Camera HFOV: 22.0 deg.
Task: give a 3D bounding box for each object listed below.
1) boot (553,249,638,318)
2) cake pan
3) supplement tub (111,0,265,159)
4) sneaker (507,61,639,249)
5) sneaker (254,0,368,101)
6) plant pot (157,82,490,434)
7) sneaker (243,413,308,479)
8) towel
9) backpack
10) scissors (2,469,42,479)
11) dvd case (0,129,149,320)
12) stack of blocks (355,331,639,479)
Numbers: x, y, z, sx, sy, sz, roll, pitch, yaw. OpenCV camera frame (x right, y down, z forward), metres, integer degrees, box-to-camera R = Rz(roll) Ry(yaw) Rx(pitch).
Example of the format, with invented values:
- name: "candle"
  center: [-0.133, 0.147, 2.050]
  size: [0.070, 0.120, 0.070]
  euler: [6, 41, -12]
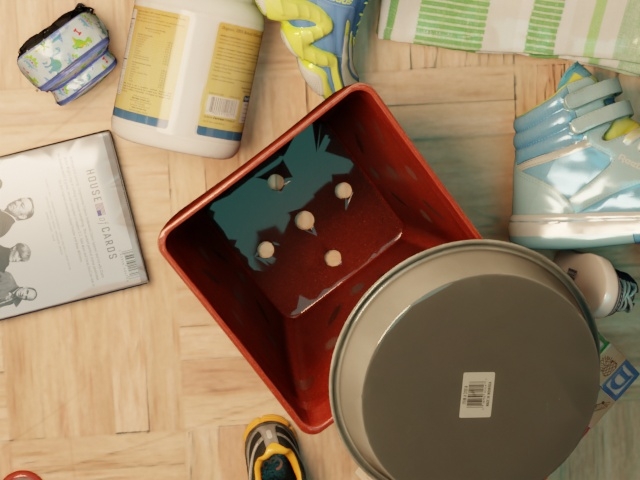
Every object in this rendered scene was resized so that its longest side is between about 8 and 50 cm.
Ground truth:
- name: "boot"
  center: [0.322, 0.053, 1.832]
  size: [0.086, 0.190, 0.069]
  euler: [18, 100, -10]
- name: "cake pan"
  center: [0.156, 0.145, 1.676]
  size: [0.293, 0.054, 0.293]
  euler: [-4, 108, -12]
- name: "supplement tub"
  center: [-0.140, -0.197, 1.779]
  size: [0.144, 0.144, 0.200]
  euler: [12, 96, -7]
- name: "sneaker"
  center: [0.356, -0.101, 1.813]
  size: [0.319, 0.127, 0.208]
  euler: [-5, 89, 14]
- name: "sneaker"
  center: [0.020, -0.236, 1.758]
  size: [0.126, 0.240, 0.091]
  euler: [-27, 55, 10]
- name: "plant pot"
  center: [0.000, 0.000, 1.765]
  size: [0.267, 0.236, 0.267]
  euler: [-37, 104, 0]
- name: "sneaker"
  center: [-0.042, 0.310, 1.883]
  size: [0.084, 0.083, 0.215]
  euler: [-18, 100, -5]
- name: "towel"
  center: [0.237, -0.309, 1.806]
  size: [0.324, 0.038, 0.248]
  euler: [7, 119, -4]
- name: "backpack"
  center: [-0.271, -0.199, 1.782]
  size: [0.105, 0.114, 0.084]
  euler: [-38, 99, -1]
- name: "scissors"
  center: [-0.313, 0.398, 1.901]
  size: [0.109, 0.021, 0.297]
  euler: [-29, 100, -3]
- name: "dvd case"
  center: [-0.329, -0.010, 1.843]
  size: [0.238, 0.029, 0.179]
  euler: [-14, 98, -4]
- name: "stack of blocks"
  center: [0.201, 0.204, 1.848]
  size: [0.297, 0.087, 0.171]
  euler: [-48, 136, 1]
